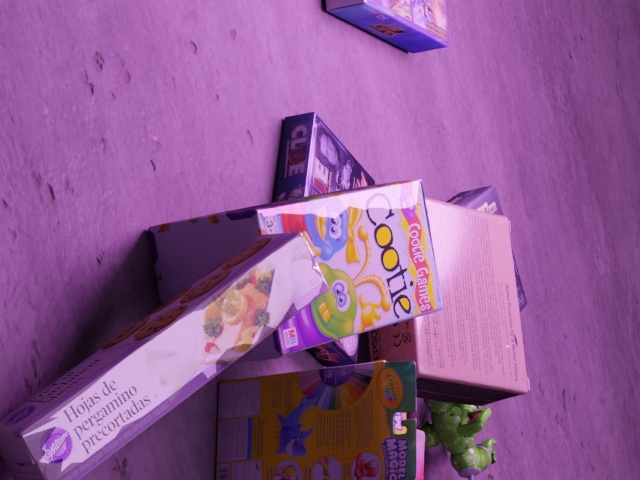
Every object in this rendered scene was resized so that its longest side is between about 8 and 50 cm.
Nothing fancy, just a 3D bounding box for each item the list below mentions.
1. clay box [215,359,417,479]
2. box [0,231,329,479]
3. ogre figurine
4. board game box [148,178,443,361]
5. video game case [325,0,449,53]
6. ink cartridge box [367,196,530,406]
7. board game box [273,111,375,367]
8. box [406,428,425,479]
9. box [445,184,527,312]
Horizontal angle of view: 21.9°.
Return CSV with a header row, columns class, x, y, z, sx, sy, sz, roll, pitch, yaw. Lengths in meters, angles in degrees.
class,x,y,z,sx,sy,sz,roll,pitch,yaw
clay box,0.003,0.191,1.621,0.053,0.222,0.127,30,57,-56
box,-0.129,0.097,1.398,0.324,0.067,0.063,-36,107,-32
ogre figurine,0.172,0.220,2.113,0.118,0.097,0.197,-62,149,-68
board game box,-0.019,0.028,1.656,0.275,0.144,0.142,-12,93,-53
video game case,0.080,-0.387,2.139,0.269,0.061,0.244,13,70,-63
ink cartridge box,0.149,0.074,2.022,0.193,0.088,0.234,14,62,-39
board game box,0.000,0.000,1.880,0.165,0.042,0.243,45,44,-50
box,0.018,0.312,1.689,0.123,0.128,0.256,22,61,-35
box,0.203,0.039,2.263,0.233,0.059,0.183,-35,111,-62
